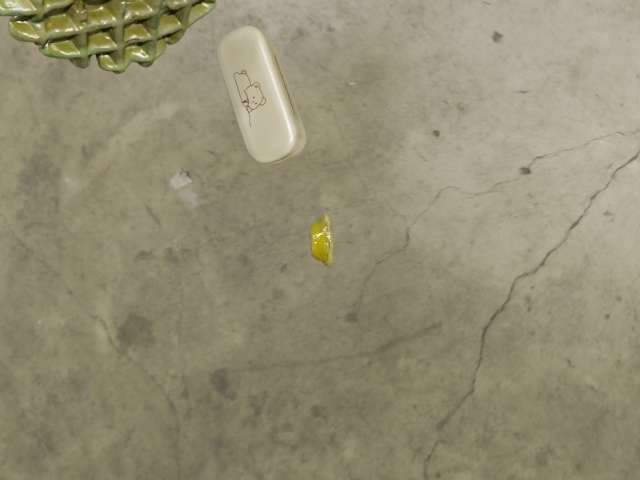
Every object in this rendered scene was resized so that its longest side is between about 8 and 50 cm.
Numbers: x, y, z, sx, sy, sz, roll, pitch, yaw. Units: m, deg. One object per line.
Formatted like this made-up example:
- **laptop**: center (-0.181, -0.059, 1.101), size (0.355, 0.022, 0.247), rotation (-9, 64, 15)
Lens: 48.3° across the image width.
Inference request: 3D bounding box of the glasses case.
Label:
- **glasses case**: center (-0.084, -0.204, 1.009), size (0.083, 0.050, 0.196), rotation (-23, 84, 25)

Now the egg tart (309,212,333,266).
- **egg tart**: center (0.000, 0.000, 1.341), size (0.039, 0.105, 0.105), rotation (-4, 96, -5)

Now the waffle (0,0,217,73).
- **waffle**: center (-0.227, -0.322, 0.876), size (0.309, 0.292, 0.056), rotation (-38, 72, 16)
